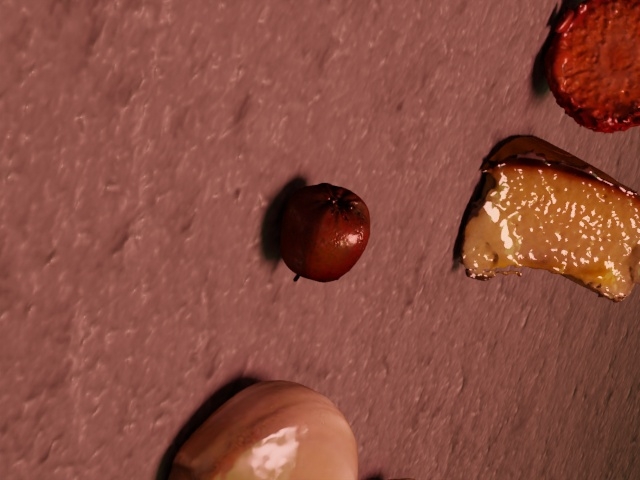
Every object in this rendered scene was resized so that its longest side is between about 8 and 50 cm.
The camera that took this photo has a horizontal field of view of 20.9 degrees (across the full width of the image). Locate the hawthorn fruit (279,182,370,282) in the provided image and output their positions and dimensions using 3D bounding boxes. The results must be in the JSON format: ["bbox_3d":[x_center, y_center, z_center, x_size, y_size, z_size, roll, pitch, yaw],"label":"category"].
[{"bbox_3d":[0.003,-0.004,1.314,0.077,0.077,0.077,-47,150,-39],"label":"hawthorn fruit"}]

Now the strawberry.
[{"bbox_3d":[0.290,-0.170,1.700,0.145,0.145,0.086,-62,168,-12],"label":"strawberry"}]

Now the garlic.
[{"bbox_3d":[-0.038,0.220,1.369,0.228,0.110,0.217,9,98,-61],"label":"garlic"}]

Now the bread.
[{"bbox_3d":[0.223,-0.018,1.708,0.160,0.169,0.140,1,112,-50],"label":"bread"}]

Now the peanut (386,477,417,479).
[{"bbox_3d":[0.085,0.284,1.736,0.093,0.083,0.194,-65,156,-2],"label":"peanut"}]
